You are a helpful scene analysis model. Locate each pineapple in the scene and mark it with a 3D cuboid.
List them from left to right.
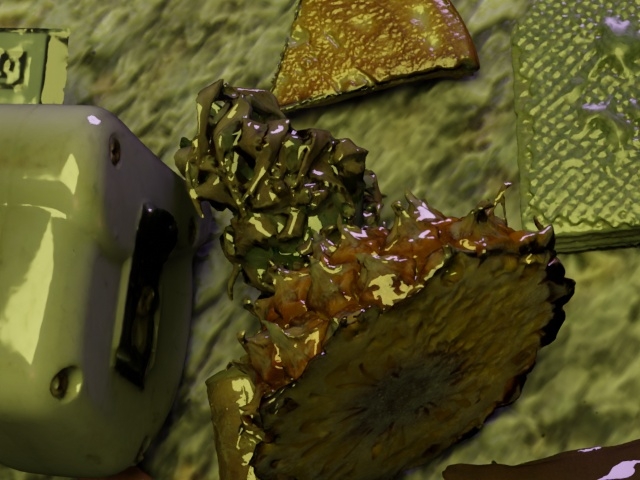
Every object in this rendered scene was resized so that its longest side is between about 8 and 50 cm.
[{"bbox_3d":[0.000,0.000,1.049,0.262,0.262,0.271,-35,58,-4],"label":"pineapple"}]

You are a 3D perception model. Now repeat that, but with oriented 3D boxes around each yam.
[{"bbox_3d":[-0.033,0.229,1.052,0.066,0.066,0.299,-15,65,6],"label":"yam"}]

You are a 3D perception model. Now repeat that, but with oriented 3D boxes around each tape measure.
[{"bbox_3d":[-0.168,0.032,1.070,0.130,0.258,0.265,2,75,12],"label":"tape measure"}]

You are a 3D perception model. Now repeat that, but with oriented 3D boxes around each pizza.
[{"bbox_3d":[0.032,-0.152,1.222,0.185,0.036,0.176,32,78,21],"label":"pizza"}]

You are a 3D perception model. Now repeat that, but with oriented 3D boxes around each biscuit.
[{"bbox_3d":[0.222,-0.116,1.154,0.150,0.052,0.252,-4,65,11],"label":"biscuit"}]

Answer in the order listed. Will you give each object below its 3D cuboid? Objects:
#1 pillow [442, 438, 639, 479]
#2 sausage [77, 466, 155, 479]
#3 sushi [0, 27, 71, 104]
[{"bbox_3d":[0.251,0.261,0.946,0.308,0.108,0.305,-10,66,4],"label":"pillow"},{"bbox_3d":[-0.150,0.177,1.117,0.083,0.034,0.034,31,76,25],"label":"sausage"},{"bbox_3d":[-0.379,-0.005,1.225,0.359,0.064,0.343,3,80,9],"label":"sushi"}]
